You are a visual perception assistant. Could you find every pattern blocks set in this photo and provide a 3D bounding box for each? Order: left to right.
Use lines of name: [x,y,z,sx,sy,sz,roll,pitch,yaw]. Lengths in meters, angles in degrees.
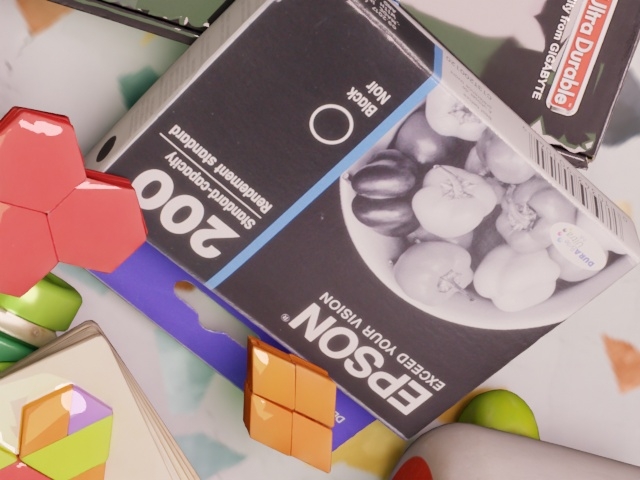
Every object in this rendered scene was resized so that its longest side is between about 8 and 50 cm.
pattern blocks set: [-0.120,0.134,0.656,0.285,0.026,0.325,-39,114,-2]

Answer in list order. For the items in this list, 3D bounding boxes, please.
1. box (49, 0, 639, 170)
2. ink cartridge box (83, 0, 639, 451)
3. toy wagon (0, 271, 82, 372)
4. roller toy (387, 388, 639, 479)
box: [0.032,-0.214,0.657,0.293,0.073,0.295,18,102,-8]
ink cartridge box: [0.000,0.000,0.673,0.206,0.045,0.208,39,117,-19]
toy wagon: [-0.277,0.091,0.657,0.344,0.068,0.267,27,90,-23]
roller toy: [0.098,0.194,0.693,0.146,0.191,0.209,15,101,-9]
